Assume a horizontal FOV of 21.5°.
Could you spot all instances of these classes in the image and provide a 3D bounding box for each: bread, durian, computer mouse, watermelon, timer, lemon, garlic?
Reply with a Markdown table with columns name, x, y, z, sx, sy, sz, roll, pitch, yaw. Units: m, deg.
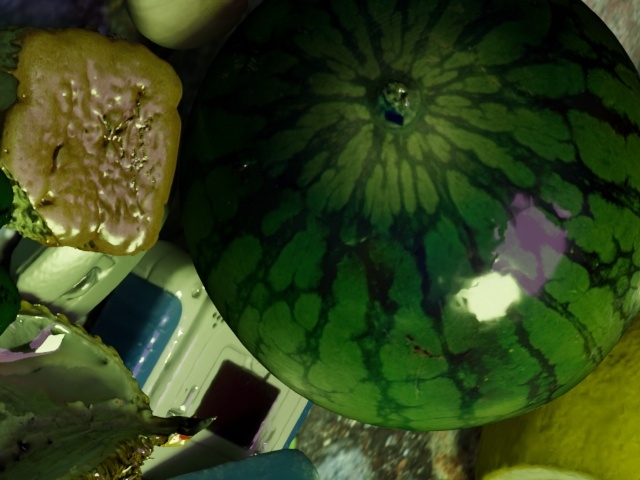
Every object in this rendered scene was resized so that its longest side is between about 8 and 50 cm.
| name | x | y | z | sx | sy | sz | roll | pitch | yaw |
| --- | --- | --- | --- | --- | --- | --- | --- | --- | --- |
| bread | -0.153 | -0.063 | 1.028 | 0.128 | 0.069 | 0.140 | 4 | 97 | -37 |
| durian | -0.196 | 0.144 | 1.068 | 0.237 | 0.193 | 0.138 | 4 | 139 | -32 |
| computer mouse | -0.146 | -0.013 | 1.126 | 0.181 | 0.056 | 0.089 | -58 | 143 | -6 |
| watermelon | 0.068 | -0.038 | 1.145 | 0.363 | 0.363 | 0.363 | -34 | 138 | -38 |
| timer | -0.089 | 0.119 | 1.279 | 0.178 | 0.078 | 0.253 | -61 | 147 | -5 |
| lemon | 0.348 | 0.190 | 1.715 | 0.364 | 0.364 | 0.364 | -34 | 138 | -38 |
| garlic | -0.082 | -0.193 | 1.053 | 0.124 | 0.099 | 0.174 | -30 | 138 | -19 |

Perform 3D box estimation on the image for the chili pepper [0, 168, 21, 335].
| name | x | y | z | sx | sy | sz | roll | pitch | yaw |
| --- | --- | --- | --- | --- | --- | --- | --- | --- | --- |
| chili pepper | -0.269 | 0.009 | 0.855 | 0.261 | 0.174 | 0.165 | -3 | 107 | -64 |

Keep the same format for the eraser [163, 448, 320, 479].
| name | x | y | z | sx | sy | sz | roll | pitch | yaw |
| --- | --- | --- | --- | --- | --- | --- | --- | --- | --- |
| eraser | -0.152 | 0.236 | 1.210 | 0.312 | 0.042 | 0.144 | -12 | 140 | -32 |
